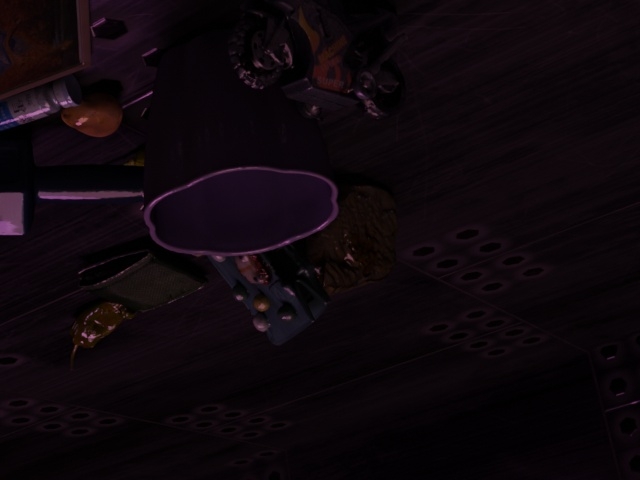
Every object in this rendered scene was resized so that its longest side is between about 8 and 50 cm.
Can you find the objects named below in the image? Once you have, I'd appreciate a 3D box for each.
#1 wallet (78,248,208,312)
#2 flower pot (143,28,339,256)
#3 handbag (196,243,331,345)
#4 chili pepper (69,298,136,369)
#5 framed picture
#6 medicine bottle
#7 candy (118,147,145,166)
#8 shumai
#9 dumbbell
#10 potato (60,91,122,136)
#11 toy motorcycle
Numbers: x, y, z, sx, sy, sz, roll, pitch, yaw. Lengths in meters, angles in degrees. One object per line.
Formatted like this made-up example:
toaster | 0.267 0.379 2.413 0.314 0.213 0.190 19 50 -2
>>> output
wallet | -0.326 0.072 2.245 0.160 0.055 0.236 -20 160 16
flower pot | -0.114 -0.136 1.622 0.265 0.243 0.265 -6 154 -3
handbag | -0.110 0.041 1.953 0.100 0.269 0.274 -36 178 -16
chili pepper | -0.450 0.167 2.393 0.204 0.073 0.072 -35 129 25
framed picture | -0.365 -0.253 1.465 0.184 0.016 0.250 -25 161 -20
medicine bottle | -0.420 -0.179 1.646 0.191 0.051 0.051 -15 156 14
candy | -0.303 -0.115 1.864 0.123 0.035 0.035 -11 152 23
shumai | 0.002 0.000 2.103 0.218 0.189 0.255 -6 180 42
dumbbell | -0.332 -0.082 1.749 0.324 0.144 0.160 -2 -170 -11
potato | -0.318 -0.175 1.682 0.083 0.062 0.068 -17 139 -50
toy motorcycle | -0.001 -0.248 1.505 0.108 0.173 0.307 -15 165 41
